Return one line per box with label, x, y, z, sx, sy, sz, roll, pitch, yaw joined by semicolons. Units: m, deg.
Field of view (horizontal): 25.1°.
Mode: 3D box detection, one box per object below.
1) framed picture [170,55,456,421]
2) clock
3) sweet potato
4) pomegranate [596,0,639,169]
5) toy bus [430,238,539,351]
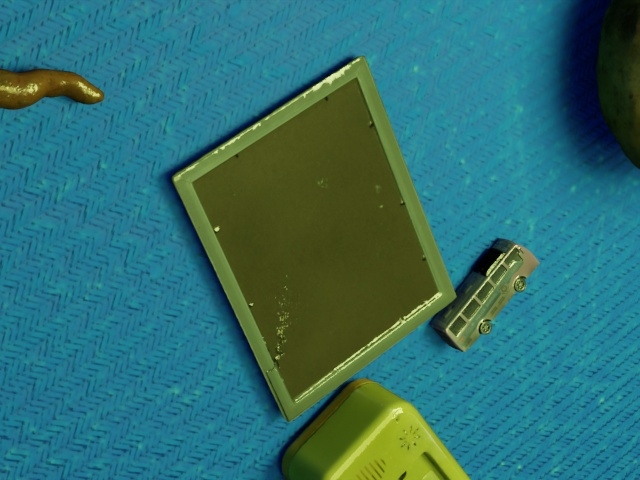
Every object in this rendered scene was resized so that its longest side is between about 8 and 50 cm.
framed picture;0.000;0.000;1.397;0.232;0.019;0.296;-34;120;-21
clock;0.067;0.253;1.473;0.143;0.096;0.202;-43;122;-12
sweet potato;-0.259;-0.123;1.173;0.179;0.044;0.044;-9;110;-31
pomegranate;0.418;-0.180;1.469;0.281;0.281;0.281;-11;110;-31
toy bus;0.173;0.056;1.517;0.130;0.037;0.052;-50;120;-9
